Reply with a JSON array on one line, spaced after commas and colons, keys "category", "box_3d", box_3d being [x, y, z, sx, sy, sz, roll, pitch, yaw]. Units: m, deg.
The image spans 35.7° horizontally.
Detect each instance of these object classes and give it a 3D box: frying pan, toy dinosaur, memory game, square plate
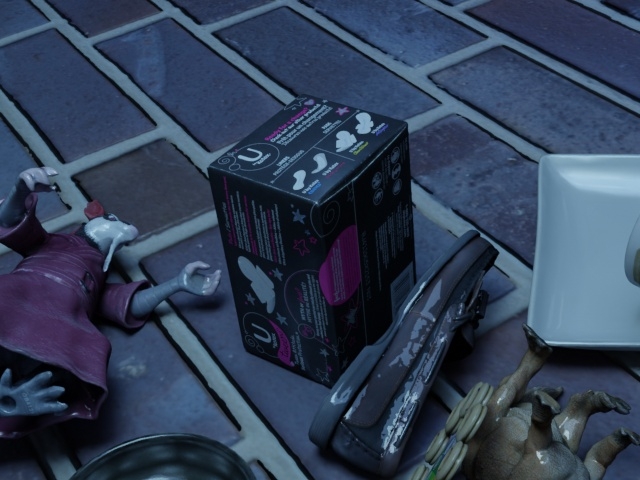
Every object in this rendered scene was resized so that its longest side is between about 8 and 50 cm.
[{"category": "frying pan", "box_3d": [-0.085, 0.255, 0.883, 0.326, 0.053, 0.197, 0, 38, 7]}, {"category": "toy dinosaur", "box_3d": [0.166, 0.202, 0.864, 0.127, 0.200, 0.296, 34, 17, -6]}, {"category": "memory game", "box_3d": [0.092, 0.196, 0.830, 0.012, 0.186, 0.186, 32, 48, 6]}, {"category": "square plate", "box_3d": [0.411, 0.017, 1.101, 0.343, 0.049, 0.347, 3, 39, 13]}]

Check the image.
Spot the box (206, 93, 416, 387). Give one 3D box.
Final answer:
[{"category": "box", "box_3d": [0.000, 0.000, 1.034, 0.142, 0.247, 0.163, 20, 45, 30]}]

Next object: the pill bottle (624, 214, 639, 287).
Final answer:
[{"category": "pill bottle", "box_3d": [0.403, 0.026, 0.959, 0.186, 0.112, 0.112, 27, 50, 36]}]

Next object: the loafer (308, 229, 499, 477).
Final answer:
[{"category": "loafer", "box_3d": [0.108, 0.114, 1.007, 0.095, 0.109, 0.302, 33, 57, 16]}]

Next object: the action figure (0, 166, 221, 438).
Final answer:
[{"category": "action figure", "box_3d": [-0.294, 0.081, 1.095, 0.275, 0.248, 0.370, -44, 14, 23]}]
